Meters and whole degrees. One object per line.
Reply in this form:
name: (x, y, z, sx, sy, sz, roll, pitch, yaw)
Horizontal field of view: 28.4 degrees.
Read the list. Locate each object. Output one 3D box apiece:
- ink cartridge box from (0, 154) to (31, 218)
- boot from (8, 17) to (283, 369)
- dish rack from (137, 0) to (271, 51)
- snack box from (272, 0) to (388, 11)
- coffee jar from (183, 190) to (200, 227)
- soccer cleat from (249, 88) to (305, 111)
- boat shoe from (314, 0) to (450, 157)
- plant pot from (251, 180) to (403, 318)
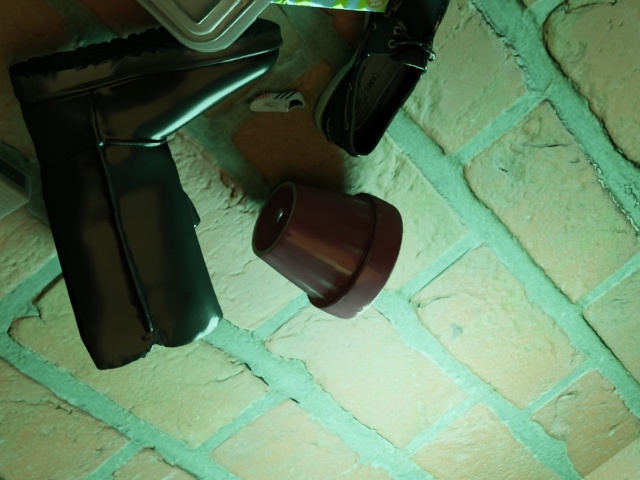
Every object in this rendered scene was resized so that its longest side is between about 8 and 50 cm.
ink cartridge box: (-0.546, -0.066, 1.729, 0.232, 0.066, 0.189, -25, 141, 24)
boot: (-0.200, -0.062, 1.751, 0.367, 0.146, 0.445, -12, 114, -3)
dish rack: (-0.132, -0.413, 1.500, 0.285, 0.072, 0.333, 44, 107, -10)
snack box: (0.013, -0.404, 1.700, 0.207, 0.070, 0.174, 1, 127, -28)
coffee jar: (-0.275, -0.017, 1.883, 0.184, 0.079, 0.096, -32, 129, 1)
soccer cleat: (-0.063, -0.202, 1.863, 0.083, 0.035, 0.029, -11, 133, -20)
boat shoe: (0.109, -0.266, 1.843, 0.127, 0.113, 0.340, 18, 118, -38)
plant pot: (0.000, 0.000, 1.982, 0.180, 0.201, 0.201, 25, 115, -24)
